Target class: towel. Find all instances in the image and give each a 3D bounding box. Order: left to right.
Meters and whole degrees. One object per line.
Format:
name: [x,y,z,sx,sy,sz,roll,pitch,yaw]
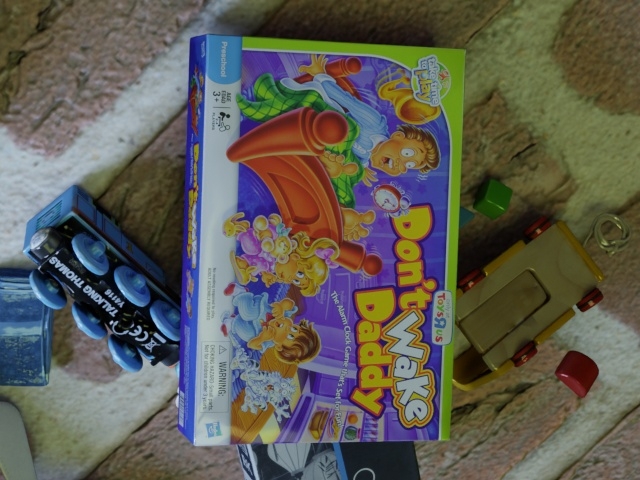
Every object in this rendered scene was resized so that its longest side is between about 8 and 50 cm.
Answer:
towel: [-0.284,0.083,1.393,0.067,0.029,0.119,2,117,-13]

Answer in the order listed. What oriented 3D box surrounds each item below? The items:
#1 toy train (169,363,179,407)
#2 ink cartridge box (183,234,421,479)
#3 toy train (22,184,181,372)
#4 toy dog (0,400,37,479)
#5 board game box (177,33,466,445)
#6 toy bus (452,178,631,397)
toy train: [-0.068,0.124,1.454,0.166,0.046,0.125,-18,120,-3]
ink cartridge box: [-0.011,0.125,1.413,0.165,0.065,0.333,-20,114,-15]
toy train: [-0.189,0.039,1.347,0.080,0.105,0.184,-37,119,18]
toy dog: [-0.372,0.245,1.415,0.220,0.161,0.333,-45,133,8]
board game box: [0.000,0.000,1.307,0.233,0.078,0.347,1,94,-16]
toy bus: [0.186,0.057,1.443,0.202,0.191,0.104,14,156,-19]
